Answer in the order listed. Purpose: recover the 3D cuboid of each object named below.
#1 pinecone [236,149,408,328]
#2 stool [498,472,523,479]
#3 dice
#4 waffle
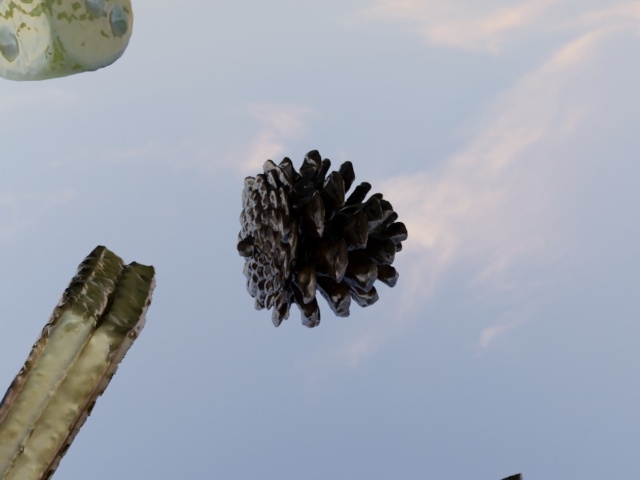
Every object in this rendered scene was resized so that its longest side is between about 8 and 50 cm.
[{"bbox_3d":[0.000,0.000,0.842,0.208,0.207,0.207,-7,-150,4],"label":"pinecone"},{"bbox_3d":[0.252,0.590,1.382,0.310,0.310,0.226,10,-130,-50],"label":"stool"},{"bbox_3d":[-0.371,-0.318,1.021,0.169,0.169,0.166,8,-148,26],"label":"dice"},{"bbox_3d":[-0.297,0.169,0.839,0.091,0.308,0.213,29,-168,-14],"label":"waffle"}]
